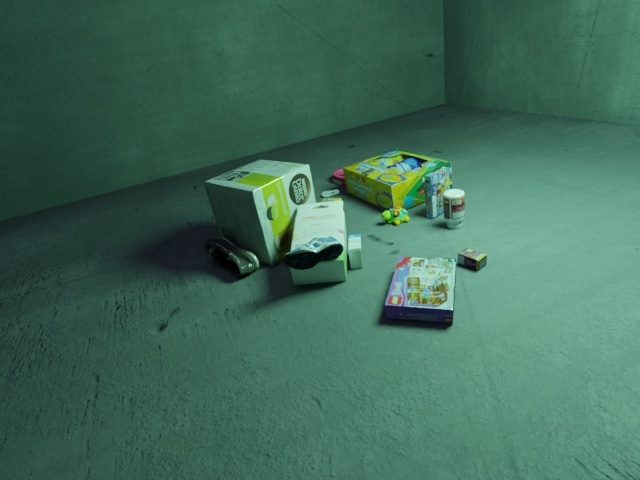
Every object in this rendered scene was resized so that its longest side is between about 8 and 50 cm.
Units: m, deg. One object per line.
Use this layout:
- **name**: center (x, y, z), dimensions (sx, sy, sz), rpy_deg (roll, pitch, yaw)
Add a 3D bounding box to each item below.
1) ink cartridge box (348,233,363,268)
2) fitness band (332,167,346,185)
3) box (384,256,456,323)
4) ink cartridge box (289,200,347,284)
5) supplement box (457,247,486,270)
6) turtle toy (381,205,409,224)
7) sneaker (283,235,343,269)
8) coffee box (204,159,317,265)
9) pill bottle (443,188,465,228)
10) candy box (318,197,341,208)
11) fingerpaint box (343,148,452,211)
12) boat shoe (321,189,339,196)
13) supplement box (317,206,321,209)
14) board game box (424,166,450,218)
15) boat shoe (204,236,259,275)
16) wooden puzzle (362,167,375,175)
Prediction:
- **ink cartridge box**: center (0.137, 0.042, 1.571), dimensions (0.052, 0.089, 0.122), rpy_deg (-6, 27, 7)
- **fitness band**: center (0.203, -0.388, 2.431), dimensions (0.208, 0.055, 0.290), rpy_deg (-28, 33, -32)
- **box**: center (0.336, 0.152, 1.321), dimensions (0.200, 0.057, 0.293), rpy_deg (1, 29, 21)
- **ink cartridge box**: center (0.000, 0.000, 1.584), dimensions (0.206, 0.119, 0.354), rpy_deg (-5, 42, 9)
- **supplement box**: center (0.538, 0.066, 1.431), dimensions (0.054, 0.043, 0.083), rpy_deg (-27, 32, -30)
- **turtle toy**: center (0.337, -0.116, 1.833), dimensions (0.130, 0.066, 0.095), rpy_deg (-18, 28, -15)
- **sneaker**: center (-0.029, 0.041, 1.408), dimensions (0.210, 0.080, 0.081), rpy_deg (-13, 36, -13)
- **coffee box**: center (-0.244, -0.142, 1.792), dimensions (0.337, 0.338, 0.334), rpy_deg (14, 35, 40)
- **pill bottle**: center (0.559, -0.131, 1.687), dimensions (0.085, 0.152, 0.086), rpy_deg (-8, 26, 4)
- **candy box**: center (0.030, -0.170, 2.095), dimensions (0.105, 0.027, 0.206), rpy_deg (4, 30, 22)
- **fingerpaint box**: center (0.392, -0.329, 2.116), dimensions (0.370, 0.163, 0.444), rpy_deg (-23, 29, -19)
- **boat shoe**: center (0.056, -0.266, 2.272), dimensions (0.100, 0.035, 0.035), rpy_deg (-15, -1, 0)
- **supplement box**: center (-0.085, -0.132, 1.988), dimensions (0.233, 0.080, 0.078), rpy_deg (17, 61, 44)
- **board game box**: center (0.526, -0.213, 1.805), dimensions (0.136, 0.202, 0.035), rpy_deg (-26, 30, -30)
- **boat shoe**: center (-0.402, 0.066, 1.696), dimensions (0.334, 0.112, 0.095), rpy_deg (17, 33, 37)
- **wooden puzzle**: center (0.243, -0.344, 2.030), dimensions (0.083, 0.006, 0.049), rpy_deg (-27, 31, -17)
